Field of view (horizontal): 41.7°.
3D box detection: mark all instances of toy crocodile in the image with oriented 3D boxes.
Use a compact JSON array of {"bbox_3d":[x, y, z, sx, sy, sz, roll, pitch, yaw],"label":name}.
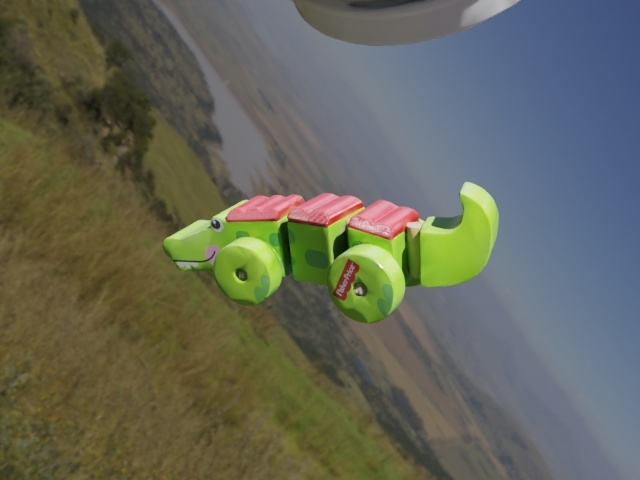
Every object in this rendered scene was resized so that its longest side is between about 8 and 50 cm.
[{"bbox_3d":[0.000,0.000,0.788,0.115,0.340,0.105,-33,121,-53],"label":"toy crocodile"}]

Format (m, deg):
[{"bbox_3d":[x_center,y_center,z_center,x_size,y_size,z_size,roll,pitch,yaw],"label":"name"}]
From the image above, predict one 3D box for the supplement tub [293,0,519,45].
[{"bbox_3d":[0.016,-0.185,0.295,0.144,0.144,0.199,61,-2,43],"label":"supplement tub"}]
